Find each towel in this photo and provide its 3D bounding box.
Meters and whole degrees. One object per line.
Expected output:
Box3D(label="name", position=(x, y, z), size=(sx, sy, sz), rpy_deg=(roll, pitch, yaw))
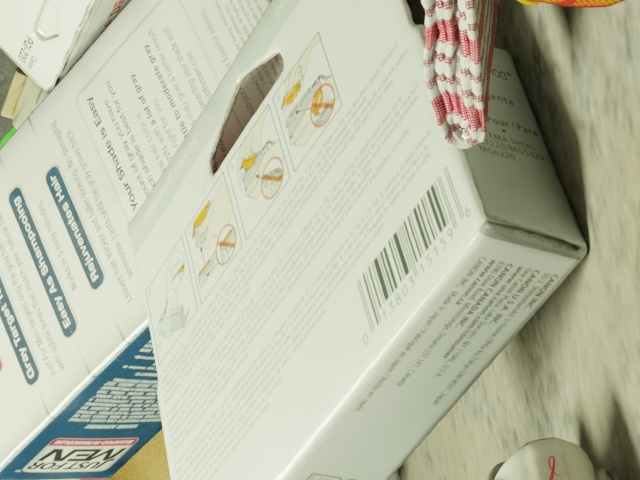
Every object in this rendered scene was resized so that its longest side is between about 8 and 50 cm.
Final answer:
Box3D(label="towel", position=(0.049, -0.142, 0.685), size=(0.197, 0.029, 0.144), rpy_deg=(75, -159, -63))

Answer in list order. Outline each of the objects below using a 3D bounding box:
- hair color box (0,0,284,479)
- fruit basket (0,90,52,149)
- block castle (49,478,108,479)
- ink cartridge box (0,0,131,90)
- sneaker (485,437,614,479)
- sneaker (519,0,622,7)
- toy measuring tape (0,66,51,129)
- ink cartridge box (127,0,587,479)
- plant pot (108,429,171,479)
Box3D(label="hair color box", position=(-0.097, -0.018, 1.120), size=(0.347, 0.105, 0.174), rpy_deg=(-43, 59, 30))
Box3D(label="fruit basket", position=(-0.149, -0.143, 1.516), size=(0.392, 0.283, 0.392), rpy_deg=(37, 139, 40))
Box3D(label="block castle", position=(-0.102, 0.309, 1.840), size=(0.453, 0.213, 0.303), rpy_deg=(14, -126, -66))
Box3D(label="ink cartridge box", position=(-0.103, -0.206, 1.129), size=(0.092, 0.218, 0.158), rpy_deg=(46, 153, 1))
Box3D(label="sneaker", position=(0.095, 0.142, 0.751), size=(0.232, 0.090, 0.115), rpy_deg=(-142, 46, -80))
Box3D(label="sneaker", position=(0.071, -0.150, 0.546), size=(0.064, 0.067, 0.175), rpy_deg=(-110, 13, -69))
Box3D(label="toy measuring tape", position=(-0.081, -0.028, 1.253), size=(0.330, 0.121, 0.121), rpy_deg=(35, 145, 36))
Box3D(label="ink cartridge box", position=(0.000, 0.000, 0.910), size=(0.275, 0.060, 0.239), rpy_deg=(-53, 36, 36))
Box3D(label="plant pot", position=(-0.033, 0.108, 1.452), size=(0.254, 0.237, 0.237), rpy_deg=(117, 145, -55))
